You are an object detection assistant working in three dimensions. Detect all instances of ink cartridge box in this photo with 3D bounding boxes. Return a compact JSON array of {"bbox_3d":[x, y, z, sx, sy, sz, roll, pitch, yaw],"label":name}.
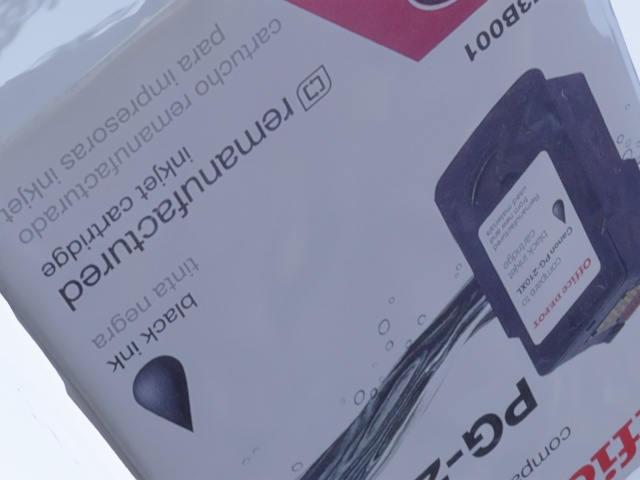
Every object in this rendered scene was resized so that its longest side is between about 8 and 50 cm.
[{"bbox_3d":[0.000,0.000,0.534,0.100,0.172,0.237,33,-20,46],"label":"ink cartridge box"}]
